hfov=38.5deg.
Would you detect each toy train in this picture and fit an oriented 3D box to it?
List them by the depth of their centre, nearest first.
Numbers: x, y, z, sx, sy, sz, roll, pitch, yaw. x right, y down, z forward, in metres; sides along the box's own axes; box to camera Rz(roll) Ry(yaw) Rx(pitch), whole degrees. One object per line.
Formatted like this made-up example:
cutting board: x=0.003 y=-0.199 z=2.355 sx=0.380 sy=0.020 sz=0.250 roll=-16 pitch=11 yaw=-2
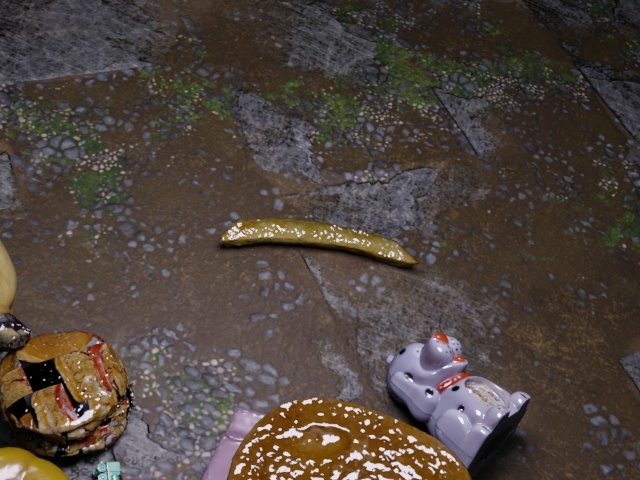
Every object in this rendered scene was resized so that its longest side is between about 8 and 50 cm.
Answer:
toy train: x=-0.337 y=0.396 z=1.460 sx=0.045 sy=0.029 sz=0.092 roll=5 pitch=54 yaw=-33

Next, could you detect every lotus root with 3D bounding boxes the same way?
lotus root: x=-0.592 y=0.076 z=1.536 sx=0.183 sy=0.182 sz=0.310 roll=-29 pitch=66 yaw=-33

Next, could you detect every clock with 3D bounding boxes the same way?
clock: x=0.224 y=0.277 z=1.642 sx=0.189 sy=0.189 sz=0.254 roll=-30 pitch=60 yaw=-33

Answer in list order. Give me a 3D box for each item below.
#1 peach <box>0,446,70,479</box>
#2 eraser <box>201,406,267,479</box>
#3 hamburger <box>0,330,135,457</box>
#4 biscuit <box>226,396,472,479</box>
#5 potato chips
peach: x=-0.464 y=0.422 z=1.326 sx=0.251 sy=0.153 sz=0.251 roll=8 pitch=59 yaw=-13
eraser: x=-0.008 y=0.429 z=1.414 sx=0.359 sy=0.122 sz=0.272 roll=13 pitch=42 yaw=12
hamburger: x=-0.418 y=0.247 z=1.507 sx=0.231 sy=0.107 sz=0.231 roll=4 pitch=48 yaw=-5
biscuit: x=0.040 y=0.383 z=1.337 sx=0.367 sy=0.063 sz=0.314 roll=20 pitch=48 yaw=17
potato chips: x=0.000 y=0.000 z=1.851 sx=0.407 sy=0.057 sz=0.080 roll=7 pitch=65 yaw=-11
